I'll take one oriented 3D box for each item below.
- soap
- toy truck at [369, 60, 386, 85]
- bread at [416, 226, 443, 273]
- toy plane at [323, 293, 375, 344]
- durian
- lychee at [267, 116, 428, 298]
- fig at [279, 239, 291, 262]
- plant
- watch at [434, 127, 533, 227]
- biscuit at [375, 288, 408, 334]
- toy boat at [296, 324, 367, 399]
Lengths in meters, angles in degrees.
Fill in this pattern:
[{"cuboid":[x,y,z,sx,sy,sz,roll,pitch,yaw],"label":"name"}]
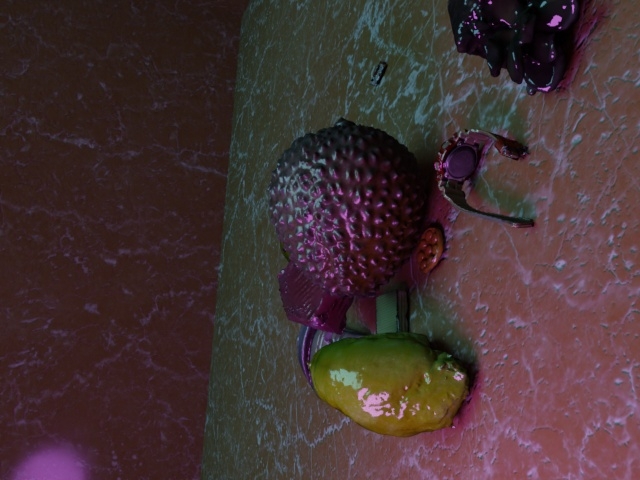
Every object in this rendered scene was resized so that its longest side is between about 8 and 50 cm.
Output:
[{"cuboid":[-0.008,0.138,1.742,0.182,0.112,0.289,-55,30,22],"label":"soap"},{"cuboid":[0.168,-0.487,1.964,0.032,0.024,0.083,-70,5,-55],"label":"toy truck"},{"cuboid":[0.249,0.022,1.523,0.110,0.025,0.110,-167,90,-72],"label":"bread"},{"cuboid":[0.039,0.174,1.817,0.182,0.107,0.273,3,55,52],"label":"toy plane"},{"cuboid":[0.135,0.296,1.409,0.256,0.340,0.204,-65,-32,-76],"label":"durian"},{"cuboid":[0.072,-0.081,1.564,0.380,0.381,0.431,153,116,-66],"label":"lychee"},{"cuboid":[-0.005,0.017,2.018,0.314,0.233,0.233,78,-174,-56],"label":"fig"},{"cuboid":[0.342,-0.403,1.214,0.276,0.189,0.198,-106,31,-50],"label":"plant"},{"cuboid":[0.328,-0.126,1.302,0.268,0.102,0.164,31,110,60],"label":"watch"},{"cuboid":[0.172,0.225,1.626,0.121,0.041,0.199,149,126,-61],"label":"biscuit"},{"cuboid":[0.022,0.326,1.896,0.293,0.111,0.275,-133,56,-61],"label":"toy boat"}]
